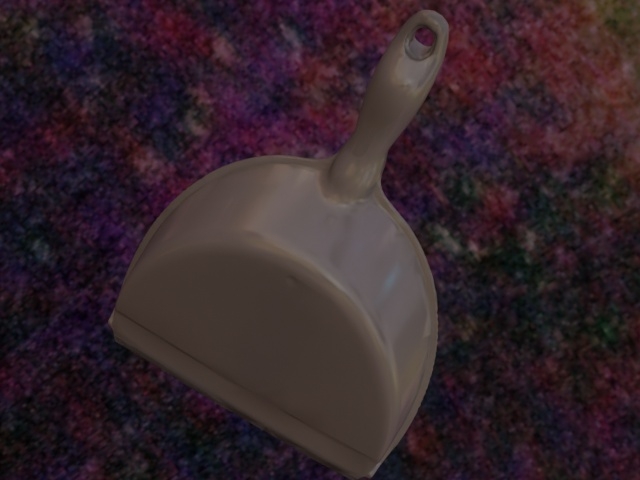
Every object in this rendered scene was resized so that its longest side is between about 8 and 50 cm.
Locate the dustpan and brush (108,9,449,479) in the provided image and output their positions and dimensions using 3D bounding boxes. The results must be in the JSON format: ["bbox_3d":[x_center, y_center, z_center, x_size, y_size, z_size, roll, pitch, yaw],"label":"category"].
[{"bbox_3d":[0.000,0.000,0.399,0.147,0.211,0.060,30,50,3],"label":"dustpan and brush"}]
